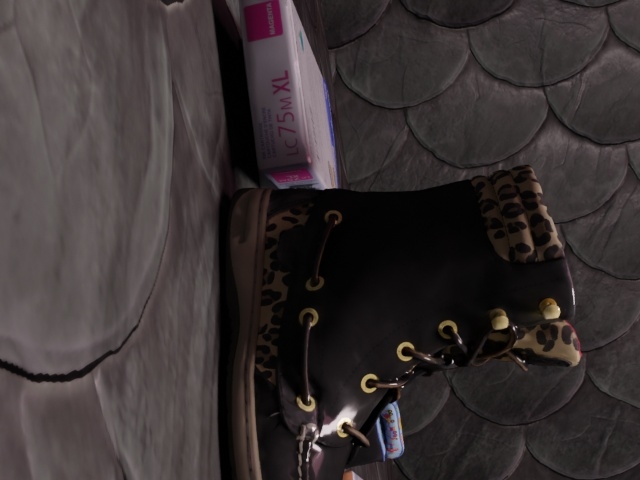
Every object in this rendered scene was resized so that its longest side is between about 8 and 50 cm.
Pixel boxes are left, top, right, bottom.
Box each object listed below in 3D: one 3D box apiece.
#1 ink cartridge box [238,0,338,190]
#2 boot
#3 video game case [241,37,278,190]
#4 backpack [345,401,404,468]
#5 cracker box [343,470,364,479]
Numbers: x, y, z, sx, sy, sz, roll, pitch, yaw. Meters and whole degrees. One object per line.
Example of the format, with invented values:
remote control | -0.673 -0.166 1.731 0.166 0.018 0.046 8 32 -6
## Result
ink cartridge box | -0.026 -0.142 0.924 0.311 0.065 0.185 34 48 -78
boot | 0.071 0.105 0.657 0.138 0.285 0.377 70 12 -60
video game case | -0.060 -0.132 1.006 0.193 0.023 0.212 27 56 -83
backpack | 0.045 0.206 1.084 0.173 0.117 0.158 -94 174 -58
cracker box | 0.031 0.370 0.941 0.232 0.067 0.155 69 14 -66
